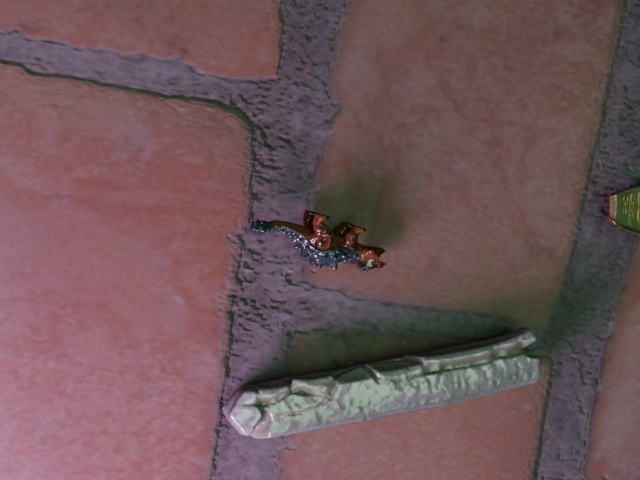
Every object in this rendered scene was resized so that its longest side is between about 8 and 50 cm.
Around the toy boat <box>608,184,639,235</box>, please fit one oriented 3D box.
[{"bbox_3d":[0.388,-0.027,1.570,0.172,0.066,0.065,6,91,-17],"label":"toy boat"}]

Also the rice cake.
[{"bbox_3d":[0.066,0.150,1.498,0.336,0.066,0.063,-11,90,-15],"label":"rice cake"}]

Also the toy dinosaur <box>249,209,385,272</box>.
[{"bbox_3d":[0.000,0.000,1.471,0.154,0.049,0.055,14,95,-22],"label":"toy dinosaur"}]
